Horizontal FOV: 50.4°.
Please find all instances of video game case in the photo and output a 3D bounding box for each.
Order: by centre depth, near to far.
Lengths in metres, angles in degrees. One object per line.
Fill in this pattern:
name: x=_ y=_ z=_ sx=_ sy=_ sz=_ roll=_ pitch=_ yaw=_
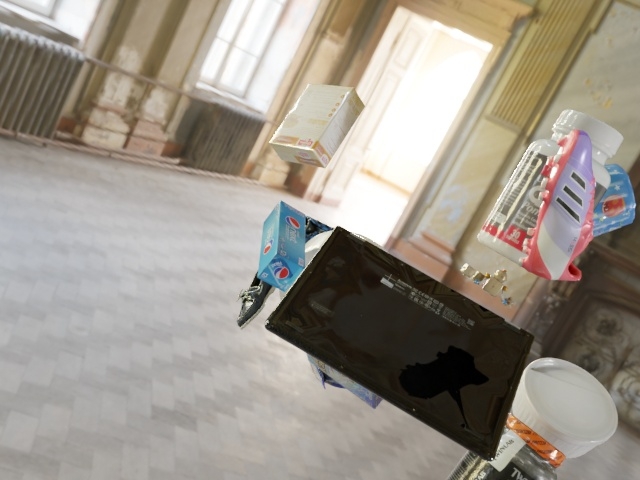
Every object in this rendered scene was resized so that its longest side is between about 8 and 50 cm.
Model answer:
video game case: x=0.062 y=0.312 z=1.809 sx=0.244 sy=0.061 sz=0.269 roll=34 pitch=-26 yaw=25

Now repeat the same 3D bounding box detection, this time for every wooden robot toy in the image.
wooden robot toy: x=0.469 y=0.106 z=1.845 sx=0.173 sy=0.079 sz=0.076 roll=37 pitch=4 yaw=6

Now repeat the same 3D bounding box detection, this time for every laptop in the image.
laptop: x=0.139 y=0.171 z=1.190 sx=0.382 sy=0.236 sz=0.408 roll=29 pitch=46 yaw=8

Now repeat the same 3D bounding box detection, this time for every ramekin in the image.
ramekin: x=0.650 y=0.462 z=1.846 sx=0.273 sy=0.127 sz=0.272 roll=11 pitch=40 yaw=-9

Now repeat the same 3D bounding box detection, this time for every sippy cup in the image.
sippy cup: x=0.712 y=-0.103 z=1.834 sx=0.224 sy=0.240 sz=0.305 roll=-13 pitch=3 yaw=9

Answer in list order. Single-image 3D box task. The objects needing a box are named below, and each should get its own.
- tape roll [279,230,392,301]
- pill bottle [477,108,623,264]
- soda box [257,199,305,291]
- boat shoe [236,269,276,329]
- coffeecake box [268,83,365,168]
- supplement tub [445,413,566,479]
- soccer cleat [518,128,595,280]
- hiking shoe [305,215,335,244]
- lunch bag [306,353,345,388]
tape roll: x=0.049 y=0.123 z=1.572 sx=0.286 sy=0.286 sz=0.100 roll=29 pitch=35 yaw=8
pill bottle: x=0.473 y=-0.096 z=1.387 sx=0.176 sy=0.318 sz=0.176 roll=27 pitch=8 yaw=-4
soda box: x=-0.076 y=0.007 z=1.380 sx=0.067 sy=0.071 sz=0.210 roll=31 pitch=27 yaw=-18
boat shoe: x=-0.203 y=0.172 z=2.060 sx=0.079 sy=0.095 sz=0.254 roll=47 pitch=37 yaw=-12
coffeecake box: x=-0.008 y=-0.265 z=1.556 sx=0.142 sy=0.185 sz=0.068 roll=17 pitch=-23 yaw=40
supplement tub: x=0.415 y=0.595 z=1.619 sx=0.207 sy=0.338 sz=0.207 roll=37 pitch=-1 yaw=0
soccer cleat: x=0.349 y=-0.043 z=0.952 sx=0.095 sy=0.248 sz=0.083 roll=16 pitch=41 yaw=14
hiking shoe: x=0.000 y=0.000 z=1.970 sx=0.304 sy=0.113 sz=0.132 roll=14 pitch=-16 yaw=27
lunch bag: x=0.068 y=0.276 z=2.079 sx=0.386 sy=0.327 sz=0.239 roll=-4 pitch=21 yaw=45
